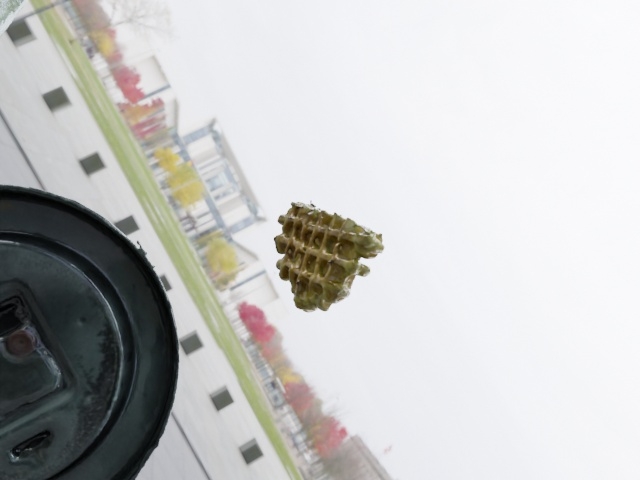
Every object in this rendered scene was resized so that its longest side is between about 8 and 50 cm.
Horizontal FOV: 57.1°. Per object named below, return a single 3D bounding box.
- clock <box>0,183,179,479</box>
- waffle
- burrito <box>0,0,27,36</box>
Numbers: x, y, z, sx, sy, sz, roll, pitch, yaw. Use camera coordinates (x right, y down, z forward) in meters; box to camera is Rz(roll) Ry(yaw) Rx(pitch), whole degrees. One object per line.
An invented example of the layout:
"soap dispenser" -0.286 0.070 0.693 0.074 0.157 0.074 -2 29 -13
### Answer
"clock" -0.279 0.105 0.511 0.312 0.313 0.061 62 -13 -3
"waffle" 0.000 0.000 0.706 0.160 0.046 0.192 -53 -144 31
"burrito" -0.220 -0.140 0.346 0.044 0.074 0.118 116 -14 -63
